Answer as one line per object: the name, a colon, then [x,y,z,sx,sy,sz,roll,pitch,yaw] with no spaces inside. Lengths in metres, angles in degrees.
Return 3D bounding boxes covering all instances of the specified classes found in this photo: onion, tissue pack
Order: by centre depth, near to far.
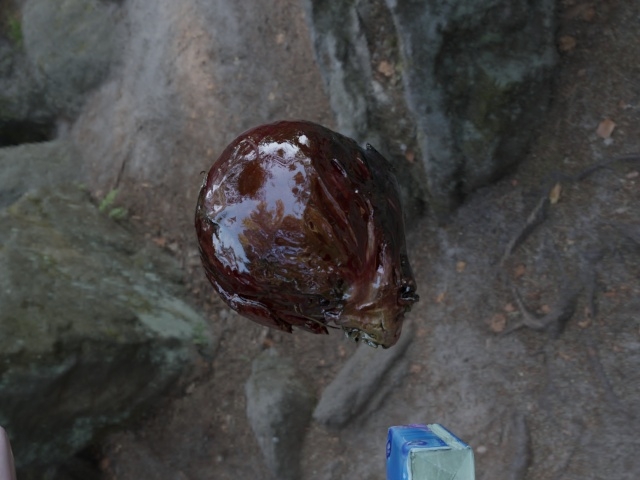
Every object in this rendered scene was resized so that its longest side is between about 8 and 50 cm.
onion: [-0.015,-0.013,0.863,0.221,0.281,0.281,-51,46,3]
tissue pack: [0.220,0.493,1.617,0.263,0.146,0.198,129,140,-86]

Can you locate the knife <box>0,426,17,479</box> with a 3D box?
knife: [-0.280,0.339,0.739,0.081,0.043,0.336,135,120,-66]
